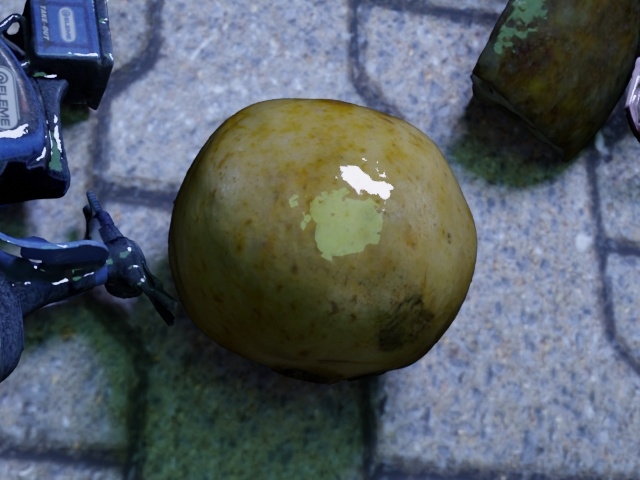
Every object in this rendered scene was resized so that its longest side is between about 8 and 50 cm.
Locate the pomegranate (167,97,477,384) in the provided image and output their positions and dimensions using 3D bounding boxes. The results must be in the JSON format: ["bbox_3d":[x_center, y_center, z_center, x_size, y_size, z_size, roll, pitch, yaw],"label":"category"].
[{"bbox_3d":[0.000,0.000,1.155,0.260,0.260,0.260,7,63,-14],"label":"pomegranate"}]

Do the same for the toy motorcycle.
[{"bbox_3d":[-0.248,-0.049,1.164,0.213,0.125,0.358,-1,64,-21],"label":"toy motorcycle"}]

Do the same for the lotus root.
[{"bbox_3d":[0.266,-0.232,1.395,0.142,0.210,0.314,26,73,8],"label":"lotus root"}]

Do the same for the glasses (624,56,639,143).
[{"bbox_3d":[0.399,-0.134,1.394,0.255,0.095,0.162,51,50,-26],"label":"glasses"}]
